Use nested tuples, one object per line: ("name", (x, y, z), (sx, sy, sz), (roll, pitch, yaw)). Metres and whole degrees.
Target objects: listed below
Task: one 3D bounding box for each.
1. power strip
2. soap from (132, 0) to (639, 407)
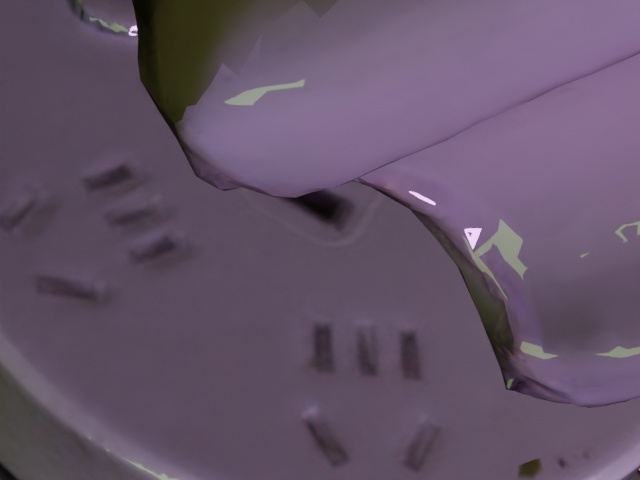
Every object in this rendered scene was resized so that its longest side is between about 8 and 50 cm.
("power strip", (0.000, 0.000, 0.780), (0.357, 0.357, 0.161), (16, 146, -9))
("soap", (0.179, -0.188, 0.439), (0.435, 0.350, 0.213), (-24, 141, 30))
